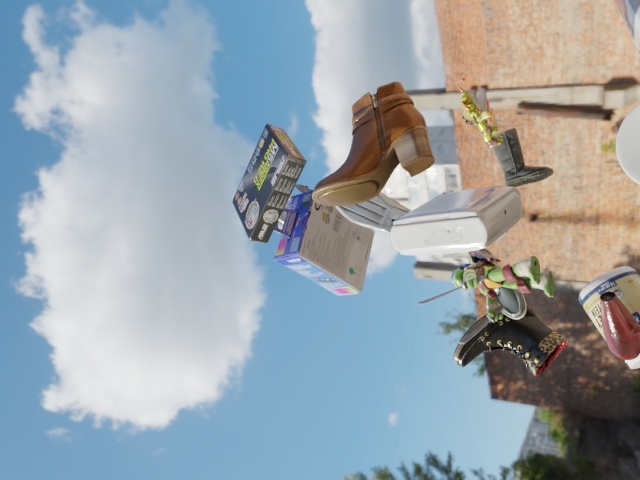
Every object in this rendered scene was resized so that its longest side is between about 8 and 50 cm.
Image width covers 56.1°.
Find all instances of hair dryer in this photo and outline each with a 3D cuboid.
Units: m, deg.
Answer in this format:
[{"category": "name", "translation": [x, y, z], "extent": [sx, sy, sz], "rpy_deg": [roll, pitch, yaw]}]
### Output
[{"category": "hair dryer", "translation": [0.770, 0.216, 1.392], "extent": [0.080, 0.293, 0.224], "rpy_deg": [-50, -10, -39]}]

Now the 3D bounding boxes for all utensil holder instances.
[{"category": "utensil holder", "translation": [1.183, -0.304, 1.965], "extent": [0.385, 0.327, 0.328], "rpy_deg": [1, -88, -46]}]

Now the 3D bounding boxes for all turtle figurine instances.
[{"category": "turtle figurine", "translation": [0.517, -0.402, 1.966], "extent": [0.217, 0.087, 0.270], "rpy_deg": [44, -167, -32]}, {"category": "turtle figurine", "translation": [0.447, 0.145, 1.551], "extent": [0.274, 0.266, 0.198], "rpy_deg": [-44, -68, -45]}]

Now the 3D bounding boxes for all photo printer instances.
[{"category": "photo printer", "translation": [0.358, -0.057, 1.531], "extent": [0.307, 0.256, 0.107], "rpy_deg": [-28, -73, -50]}]

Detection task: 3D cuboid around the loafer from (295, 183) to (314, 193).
[{"category": "loafer", "translation": [-0.054, -0.195, 2.361], "extent": [0.039, 0.125, 0.045], "rpy_deg": [-49, -45, -2]}]

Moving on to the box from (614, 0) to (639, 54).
[{"category": "box", "translation": [0.870, -0.575, 1.507], "extent": [0.215, 0.168, 0.346], "rpy_deg": [24, -132, -56]}]

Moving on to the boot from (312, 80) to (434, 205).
[{"category": "boot", "translation": [0.092, -0.214, 1.315], "extent": [0.109, 0.283, 0.220], "rpy_deg": [33, -144, -57]}]

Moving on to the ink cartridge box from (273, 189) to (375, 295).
[{"category": "ink cartridge box", "translation": [0.000, 0.000, 2.190], "extent": [0.395, 0.151, 0.270], "rpy_deg": [33, -120, -36]}]

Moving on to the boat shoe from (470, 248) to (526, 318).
[{"category": "boat shoe", "translation": [0.674, 0.162, 2.316], "extent": [0.099, 0.116, 0.320], "rpy_deg": [21, -143, -53]}]

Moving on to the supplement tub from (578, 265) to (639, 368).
[{"category": "supplement tub", "translation": [1.117, 0.278, 2.174], "extent": [0.228, 0.228, 0.316], "rpy_deg": [46, -163, -56]}]

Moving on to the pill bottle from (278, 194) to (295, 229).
[{"category": "pill bottle", "translation": [-0.128, -0.108, 2.382], "extent": [0.137, 0.078, 0.078], "rpy_deg": [-62, -21, 17]}]

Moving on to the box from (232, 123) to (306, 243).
[{"category": "box", "translation": [-0.150, -0.161, 1.683], "extent": [0.060, 0.216, 0.270], "rpy_deg": [13, -62, -30]}]

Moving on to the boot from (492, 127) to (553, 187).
[{"category": "boot", "translation": [0.728, -0.309, 2.185], "extent": [0.076, 0.189, 0.209], "rpy_deg": [35, -134, -63]}]

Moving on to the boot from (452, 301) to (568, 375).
[{"category": "boot", "translation": [0.728, 0.410, 2.317], "extent": [0.377, 0.284, 0.138], "rpy_deg": [-40, -36, -11]}]

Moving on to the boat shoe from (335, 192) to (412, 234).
[{"category": "boat shoe", "translation": [0.177, -0.073, 1.755], "extent": [0.121, 0.335, 0.119], "rpy_deg": [-59, -18, 1]}]

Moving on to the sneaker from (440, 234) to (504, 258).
[{"category": "sneaker", "translation": [0.606, -0.034, 2.450], "extent": [0.126, 0.321, 0.128], "rpy_deg": [105, 146, -55]}]
